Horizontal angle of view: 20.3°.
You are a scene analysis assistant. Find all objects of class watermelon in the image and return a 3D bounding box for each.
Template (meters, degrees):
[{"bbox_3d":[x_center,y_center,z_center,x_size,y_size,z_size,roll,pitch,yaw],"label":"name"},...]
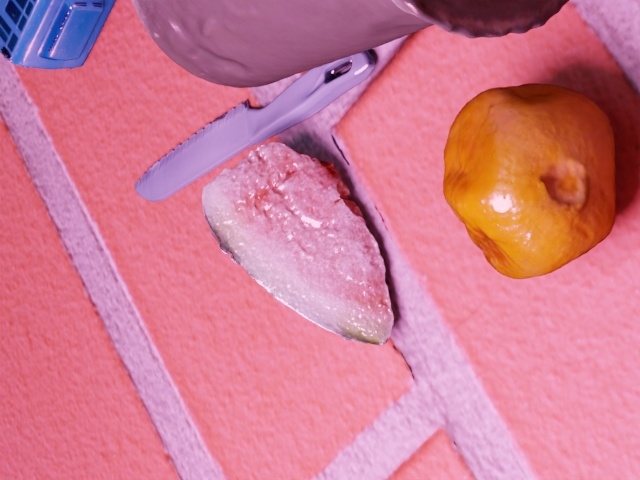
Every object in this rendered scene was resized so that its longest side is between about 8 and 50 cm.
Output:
[{"bbox_3d":[-0.005,0.008,1.363,0.094,0.081,0.180,-37,82,23],"label":"watermelon"}]

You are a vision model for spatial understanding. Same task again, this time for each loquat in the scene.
[{"bbox_3d":[0.135,-0.041,1.184,0.137,0.113,0.137,43,140,52],"label":"loquat"}]

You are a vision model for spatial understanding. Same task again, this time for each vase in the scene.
[{"bbox_3d":[0.007,-0.214,1.224,0.291,0.245,0.245,-19,79,51],"label":"vase"}]

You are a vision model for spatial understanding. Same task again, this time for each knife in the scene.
[{"bbox_3d":[-0.063,-0.091,1.449,0.313,0.019,0.044,-28,66,44],"label":"knife"}]

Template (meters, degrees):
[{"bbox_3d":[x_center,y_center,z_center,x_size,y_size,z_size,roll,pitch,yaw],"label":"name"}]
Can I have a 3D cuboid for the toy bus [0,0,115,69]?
[{"bbox_3d":[-0.225,-0.237,1.552,0.106,0.090,0.184,50,125,29],"label":"toy bus"}]

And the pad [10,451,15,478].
[{"bbox_3d":[-0.414,0.196,1.796,0.315,0.063,0.375,5,97,45],"label":"pad"}]
